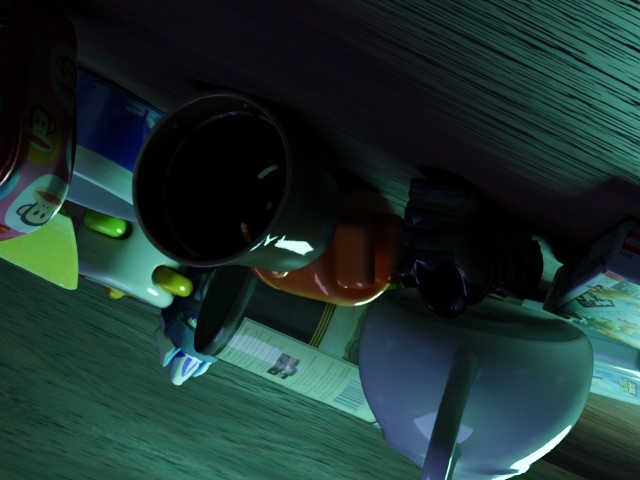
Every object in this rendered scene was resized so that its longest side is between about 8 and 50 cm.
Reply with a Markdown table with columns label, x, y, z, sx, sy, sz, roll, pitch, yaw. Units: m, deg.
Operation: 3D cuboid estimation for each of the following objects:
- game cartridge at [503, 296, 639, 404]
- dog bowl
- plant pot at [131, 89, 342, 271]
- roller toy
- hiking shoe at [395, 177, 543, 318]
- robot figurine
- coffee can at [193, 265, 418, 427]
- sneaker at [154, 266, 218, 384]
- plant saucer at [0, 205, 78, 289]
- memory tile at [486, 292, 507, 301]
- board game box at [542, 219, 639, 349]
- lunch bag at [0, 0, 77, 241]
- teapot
| label | x | y | z | sx | sy | sz | roll | pitch | yaw |
| --- | --- | --- | --- | --- | --- | --- | --- | --- | --- |
| game cartridge | 0.325 | 0.141 | 1.810 | 0.198 | 0.062 | 0.297 | 19 | 170 | 17 |
| dog bowl | -0.288 | -0.118 | 1.637 | 0.265 | 0.104 | 0.265 | 22 | 172 | 3 |
| plant pot | -0.068 | -0.042 | 1.417 | 0.167 | 0.167 | 0.165 | 18 | 177 | 26 |
| roller toy | -0.312 | 0.028 | 2.418 | 0.209 | 0.146 | 0.191 | 24 | 171 | -16 |
| hiking shoe | 0.136 | 0.024 | 1.416 | 0.086 | 0.114 | 0.227 | 15 | 169 | 40 |
| robot figurine | -0.002 | 0.000 | 1.568 | 0.219 | 0.158 | 0.128 | 11 | 143 | 53 |
| coffee can | -0.005 | 0.110 | 1.982 | 0.275 | 0.201 | 0.201 | 25 | 171 | -15 |
| sneaker | -0.159 | 0.137 | 2.401 | 0.130 | 0.236 | 0.323 | 28 | 170 | -31 |
| plant saucer | -0.489 | -0.102 | 2.022 | 0.333 | 0.081 | 0.333 | 33 | -170 | -47 |
| memory tile | 0.201 | 0.072 | 1.868 | 0.148 | 0.012 | 0.113 | 22 | 171 | -5 |
| board game box | 0.329 | 0.062 | 1.368 | 0.193 | 0.053 | 0.305 | 22 | 171 | 2 |
| lunch bag | -0.356 | -0.082 | 1.312 | 0.293 | 0.258 | 0.120 | -13 | 155 | 26 |
| teapot | 0.145 | 0.162 | 1.472 | 0.256 | 0.187 | 0.252 | 6 | -171 | -33 |
